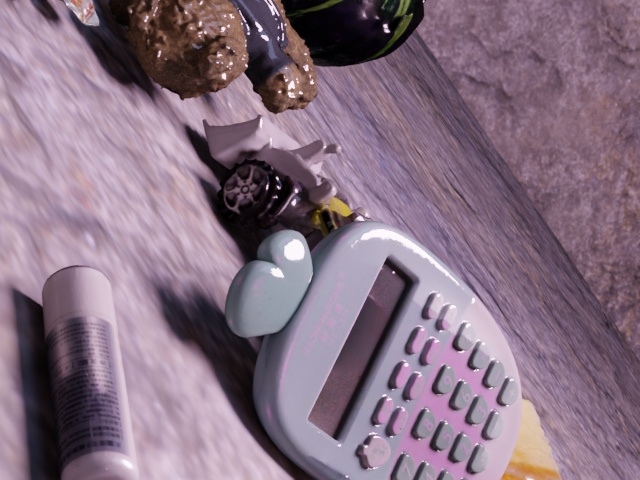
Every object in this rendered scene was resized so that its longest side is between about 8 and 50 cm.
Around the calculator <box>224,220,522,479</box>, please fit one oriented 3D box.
[{"bbox_3d":[0.043,0.093,1.023,0.299,0.186,0.041,37,-20,-33],"label":"calculator"}]

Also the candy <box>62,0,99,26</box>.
[{"bbox_3d":[-0.214,-0.237,1.083,0.182,0.046,0.053,68,13,19],"label":"candy"}]

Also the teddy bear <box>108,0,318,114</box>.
[{"bbox_3d":[-0.087,-0.182,1.203,0.181,0.129,0.251,16,11,10],"label":"teddy bear"}]

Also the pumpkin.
[{"bbox_3d":[-0.019,-0.349,1.640,0.296,0.295,0.296,53,15,-20],"label":"pumpkin"}]

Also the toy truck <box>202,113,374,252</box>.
[{"bbox_3d":[0.000,0.000,1.167,0.136,0.111,0.286,35,23,-53],"label":"toy truck"}]

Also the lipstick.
[{"bbox_3d":[-0.120,0.074,0.736,0.040,0.040,0.141,45,19,-41],"label":"lipstick"}]

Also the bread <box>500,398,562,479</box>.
[{"bbox_3d":[0.102,0.228,1.195,0.178,0.135,0.240,16,31,-17],"label":"bread"}]
